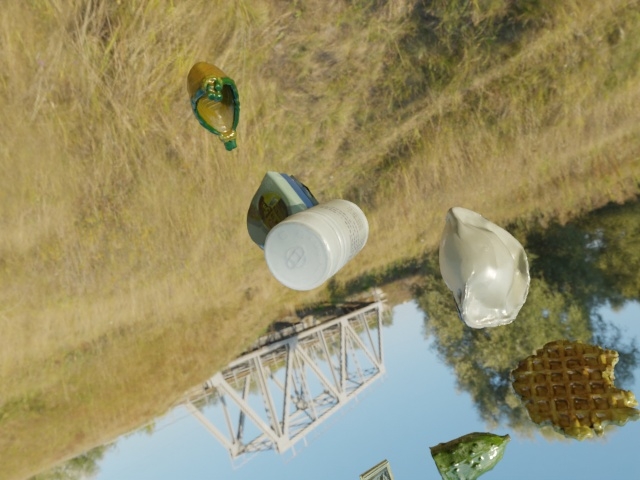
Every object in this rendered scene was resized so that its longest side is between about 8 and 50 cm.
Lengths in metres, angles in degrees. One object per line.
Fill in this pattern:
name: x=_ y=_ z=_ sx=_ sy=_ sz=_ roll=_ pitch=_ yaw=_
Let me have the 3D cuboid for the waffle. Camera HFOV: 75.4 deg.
waffle: x=0.655 y=0.375 z=1.078 sx=0.282 sy=0.058 sz=0.300 roll=-29 pitch=-158 yaw=9

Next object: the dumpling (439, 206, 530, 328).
dumpling: x=0.481 y=0.068 z=1.212 sx=0.260 sy=0.341 sz=0.181 roll=6 pitch=133 yaw=-11

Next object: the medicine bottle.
medicine bottle: x=0.000 y=0.000 z=1.141 sx=0.190 sy=0.189 sz=0.332 roll=-22 pitch=-176 yaw=26

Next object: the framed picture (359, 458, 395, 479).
framed picture: x=0.238 y=0.934 z=1.489 sx=0.019 sy=0.232 sz=0.296 roll=-28 pitch=155 yaw=17

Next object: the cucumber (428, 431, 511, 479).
cucumber: x=0.455 y=0.639 z=1.239 sx=0.245 sy=0.134 sz=0.134 roll=-27 pitch=170 yaw=5

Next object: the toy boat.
toy boat: x=-0.183 y=-0.237 z=0.739 sx=0.089 sy=0.088 sz=0.229 roll=-25 pitch=175 yaw=-8

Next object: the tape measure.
tape measure: x=-0.147 y=-0.087 z=1.498 sx=0.262 sy=0.259 sz=0.138 roll=-50 pitch=149 yaw=21
